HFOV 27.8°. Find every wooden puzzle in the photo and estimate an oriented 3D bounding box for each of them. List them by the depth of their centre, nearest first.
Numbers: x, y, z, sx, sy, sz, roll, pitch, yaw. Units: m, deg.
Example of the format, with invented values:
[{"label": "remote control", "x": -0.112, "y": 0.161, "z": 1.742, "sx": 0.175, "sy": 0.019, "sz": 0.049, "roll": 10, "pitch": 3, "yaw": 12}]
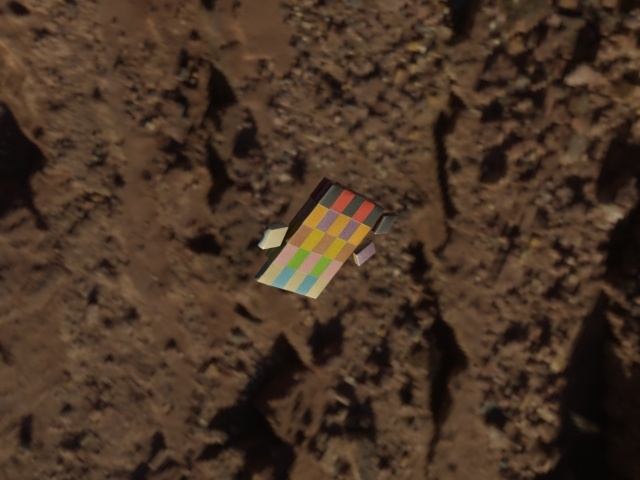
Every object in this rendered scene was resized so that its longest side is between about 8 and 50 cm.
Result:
[{"label": "wooden puzzle", "x": 0.000, "y": 0.000, "z": 0.529, "sx": 0.049, "sy": 0.006, "sz": 0.083, "roll": -52, "pitch": 152, "yaw": 9}]
